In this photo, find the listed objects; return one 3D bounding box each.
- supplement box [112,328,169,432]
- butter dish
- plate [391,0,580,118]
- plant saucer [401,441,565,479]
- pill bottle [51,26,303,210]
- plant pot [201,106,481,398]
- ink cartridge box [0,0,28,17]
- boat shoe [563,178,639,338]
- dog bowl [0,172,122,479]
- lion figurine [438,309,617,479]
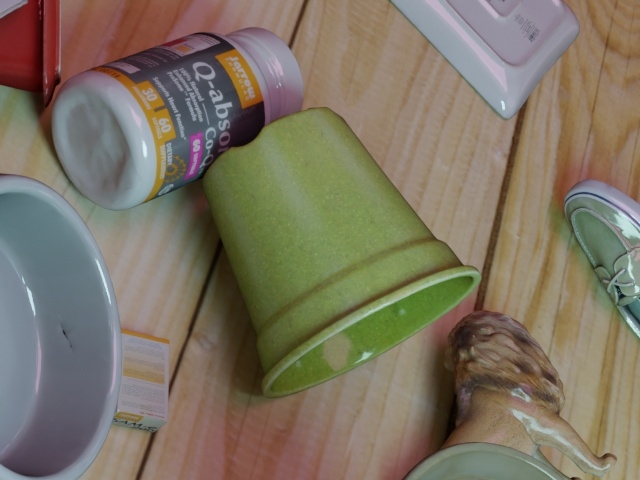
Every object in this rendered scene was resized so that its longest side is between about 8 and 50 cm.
[{"bbox_3d":[-0.198,0.151,1.780,0.062,0.036,0.098,16,56,-28],"label":"supplement box"},{"bbox_3d":[-0.345,-0.232,1.820,0.118,0.160,0.160,0,88,-8],"label":"butter dish"},{"bbox_3d":[0.243,-0.347,2.378,0.278,0.045,0.277,46,47,-6],"label":"plate"},{"bbox_3d":[0.158,0.314,1.447,0.277,0.041,0.278,17,56,-27],"label":"plant saucer"},{"bbox_3d":[-0.158,-0.149,1.897,0.278,0.162,0.162,-27,82,-42],"label":"pill bottle"},{"bbox_3d":[0.000,0.000,1.856,0.276,0.276,0.254,-17,73,-41],"label":"plant pot"},{"bbox_3d":[-0.513,-0.244,1.684,0.303,0.072,0.307,32,36,14],"label":"ink cartridge box"},{"bbox_3d":[0.434,0.050,2.249,0.302,0.109,0.094,49,49,-6],"label":"boat shoe"},{"bbox_3d":[-0.313,0.094,1.585,0.349,0.102,0.349,31,55,-58],"label":"dog bowl"},{"bbox_3d":[0.184,0.266,1.925,0.240,0.142,0.392,41,52,0],"label":"lion figurine"}]
